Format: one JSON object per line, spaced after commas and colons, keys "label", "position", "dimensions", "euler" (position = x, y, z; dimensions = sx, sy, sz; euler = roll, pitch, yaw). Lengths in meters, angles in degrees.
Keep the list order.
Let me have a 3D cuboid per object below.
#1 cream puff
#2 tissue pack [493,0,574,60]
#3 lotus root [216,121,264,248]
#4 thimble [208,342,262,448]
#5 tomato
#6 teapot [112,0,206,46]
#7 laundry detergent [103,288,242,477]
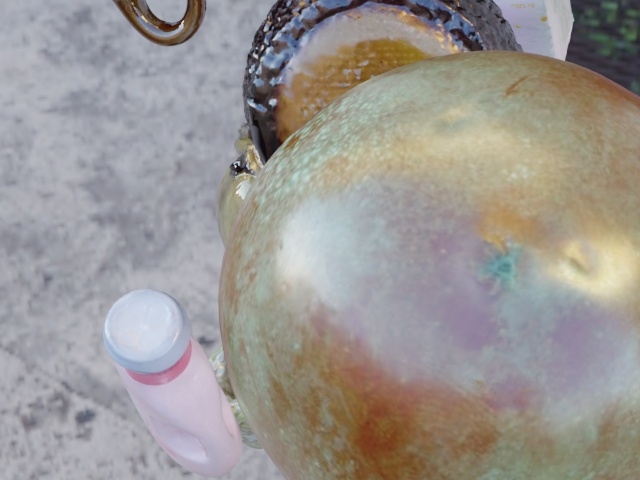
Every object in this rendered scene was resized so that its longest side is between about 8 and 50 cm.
{"label": "cream puff", "position": [0.055, -0.124, 1.220], "dimensions": [0.239, 0.239, 0.165], "euler": [2, 20, 3]}
{"label": "tissue pack", "position": [0.222, -0.327, 2.027], "dimensions": [0.225, 0.185, 0.124], "euler": [5, 59, 21]}
{"label": "lotus root", "position": [0.000, 0.000, 1.473], "dimensions": [0.183, 0.310, 0.182], "euler": [-6, 60, 11]}
{"label": "thimble", "position": [-0.062, 0.193, 2.020], "dimensions": [0.190, 0.143, 0.137], "euler": [-37, 53, -3]}
{"label": "tomato", "position": [0.082, 0.035, 0.728], "dimensions": [0.270, 0.222, 0.270], "euler": [0, 83, -1]}
{"label": "teapot", "position": [-0.171, -0.278, 1.222], "dimensions": [0.135, 0.252, 0.178], "euler": [-26, 15, 30]}
{"label": "laundry detergent", "position": [-0.151, 0.144, 1.490], "dimensions": [0.088, 0.335, 0.159], "euler": [-40, 70, -12]}
